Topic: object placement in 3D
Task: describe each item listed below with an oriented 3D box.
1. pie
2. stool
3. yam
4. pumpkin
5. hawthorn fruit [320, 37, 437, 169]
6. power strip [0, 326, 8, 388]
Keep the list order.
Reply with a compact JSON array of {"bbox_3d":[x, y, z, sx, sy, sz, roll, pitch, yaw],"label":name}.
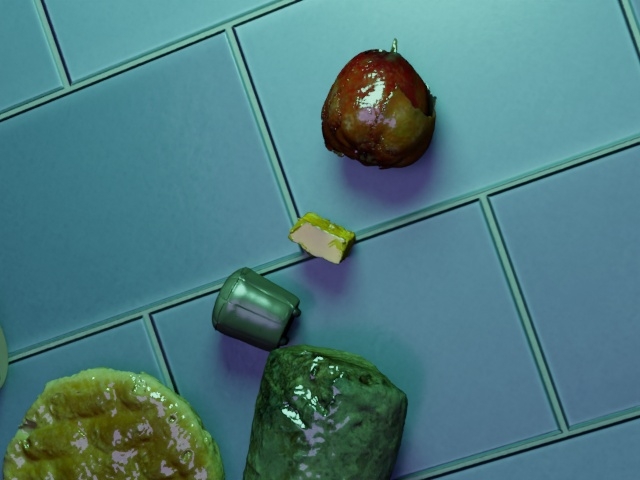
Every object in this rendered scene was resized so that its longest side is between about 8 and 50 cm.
[{"bbox_3d":[-0.290,0.340,1.609,0.339,0.083,0.339,0,92,14],"label":"pie"},{"bbox_3d":[-0.085,0.095,1.543,0.110,0.096,0.096,26,98,4],"label":"stool"},{"bbox_3d":[-0.001,0.286,1.486,0.195,0.195,0.300,13,98,11],"label":"yam"},{"bbox_3d":[0.000,0.000,1.527,0.083,0.074,0.054,29,104,9],"label":"pumpkin"},{"bbox_3d":[0.080,-0.176,1.471,0.148,0.148,0.172,12,77,11],"label":"hawthorn fruit"},{"bbox_3d":[-0.508,0.155,1.605,0.078,0.154,0.154,-17,90,15],"label":"power strip"}]
